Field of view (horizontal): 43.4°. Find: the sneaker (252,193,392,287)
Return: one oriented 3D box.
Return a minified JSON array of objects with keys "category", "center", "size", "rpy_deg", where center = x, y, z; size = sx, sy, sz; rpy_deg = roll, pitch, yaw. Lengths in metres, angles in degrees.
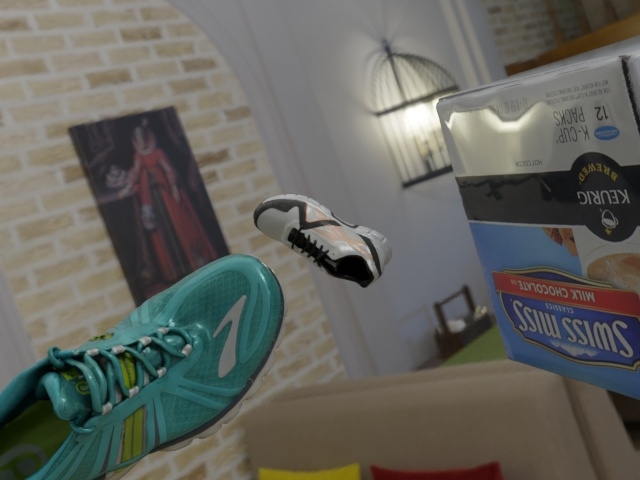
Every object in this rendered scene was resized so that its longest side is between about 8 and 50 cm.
[{"category":"sneaker","center":[0.000,0.000,0.596],"size":[0.109,0.040,0.043],"rpy_deg":[20,37,2]}]

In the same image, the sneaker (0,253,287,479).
[{"category":"sneaker","center":[-0.136,0.103,0.536],"size":[0.275,0.107,0.110],"rpy_deg":[-37,-18,-14]}]

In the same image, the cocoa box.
[{"category":"cocoa box","center":[0.308,-0.054,0.596],"size":[0.347,0.227,0.231],"rpy_deg":[-20,9,-18]}]
